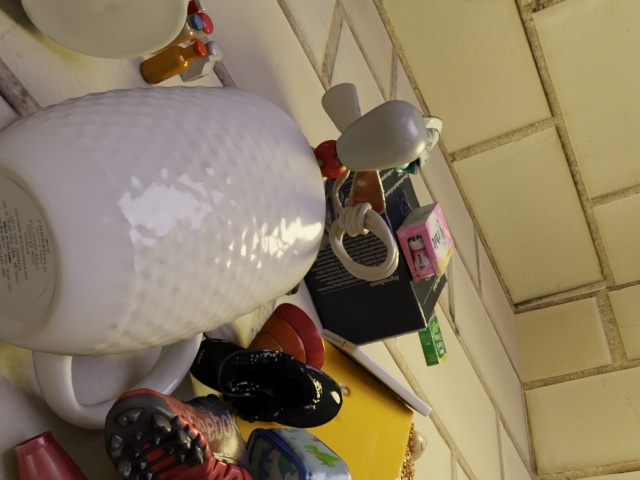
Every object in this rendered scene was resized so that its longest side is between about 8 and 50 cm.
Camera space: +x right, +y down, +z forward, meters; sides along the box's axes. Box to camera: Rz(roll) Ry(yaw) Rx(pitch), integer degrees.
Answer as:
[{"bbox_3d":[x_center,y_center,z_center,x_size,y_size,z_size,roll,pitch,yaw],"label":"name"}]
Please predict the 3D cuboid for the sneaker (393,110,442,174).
[{"bbox_3d":[0.179,-0.197,1.457,0.283,0.110,0.122,-13,103,-66],"label":"sneaker"}]

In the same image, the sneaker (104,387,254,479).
[{"bbox_3d":[-0.156,0.224,0.789,0.276,0.097,0.135,61,6,-47],"label":"sneaker"}]

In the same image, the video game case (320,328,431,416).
[{"bbox_3d":[0.096,0.240,1.289,0.190,0.022,0.173,42,-11,-17],"label":"video game case"}]

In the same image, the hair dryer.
[{"bbox_3d":[-0.223,0.299,0.740,0.293,0.080,0.223,60,7,-38],"label":"hair dryer"}]

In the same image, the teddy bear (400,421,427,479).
[{"bbox_3d":[0.146,0.477,1.403,0.338,0.113,0.245,-34,108,-67],"label":"teddy bear"}]

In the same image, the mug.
[{"bbox_3d":[-0.199,0.025,0.752,0.328,0.276,0.374,-20,123,-57],"label":"mug"}]

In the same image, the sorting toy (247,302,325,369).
[{"bbox_3d":[-0.109,0.057,1.035,0.126,0.127,0.365,-26,107,-37],"label":"sorting toy"}]

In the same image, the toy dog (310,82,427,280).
[{"bbox_3d":[0.002,-0.089,0.902,0.161,0.333,0.220,-20,115,-51],"label":"toy dog"}]

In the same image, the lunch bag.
[{"bbox_3d":[-0.047,0.356,0.886,0.090,0.176,0.219,10,95,-27],"label":"lunch bag"}]

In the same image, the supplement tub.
[{"bbox_3d":[-0.271,-0.419,0.905,0.228,0.228,0.316,37,41,-56],"label":"supplement tub"}]

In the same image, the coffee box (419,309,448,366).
[{"bbox_3d":[0.323,0.270,2.064,0.113,0.040,0.184,8,67,-66],"label":"coffee box"}]

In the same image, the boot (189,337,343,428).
[{"bbox_3d":[-0.045,0.201,0.928,0.246,0.207,0.094,26,79,-20],"label":"boot"}]

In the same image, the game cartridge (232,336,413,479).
[{"bbox_3d":[0.008,0.297,1.125,0.285,0.053,0.324,39,29,-3],"label":"game cartridge"}]

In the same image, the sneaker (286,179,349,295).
[{"bbox_3d":[0.000,0.000,1.295,0.087,0.130,0.227,151,-45,-83],"label":"sneaker"}]

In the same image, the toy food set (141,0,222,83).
[{"bbox_3d":[-0.206,-0.331,1.158,0.111,0.104,0.232,69,22,-10],"label":"toy food set"}]

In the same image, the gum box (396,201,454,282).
[{"bbox_3d":[0.211,0.001,1.401,0.107,0.062,0.188,69,22,-9],"label":"gum box"}]

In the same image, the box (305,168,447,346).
[{"bbox_3d":[0.092,-0.017,1.498,0.395,0.212,0.293,69,22,-8],"label":"box"}]
